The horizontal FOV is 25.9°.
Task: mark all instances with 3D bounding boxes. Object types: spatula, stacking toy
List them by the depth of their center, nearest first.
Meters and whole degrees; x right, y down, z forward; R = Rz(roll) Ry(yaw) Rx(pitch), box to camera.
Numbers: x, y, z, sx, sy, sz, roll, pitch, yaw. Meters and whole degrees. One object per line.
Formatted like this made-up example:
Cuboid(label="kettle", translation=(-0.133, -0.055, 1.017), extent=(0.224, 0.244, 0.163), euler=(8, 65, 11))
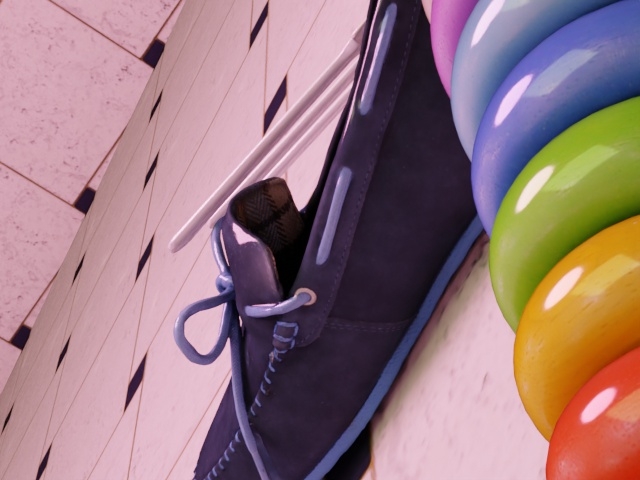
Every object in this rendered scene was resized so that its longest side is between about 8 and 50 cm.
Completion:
Cuboid(label="stacking toy", translation=(0.103, 0.011, 0.375), extent=(0.141, 0.141, 0.330), euler=(-54, 26, 41))
Cuboid(label="spatula", translation=(0.011, -0.085, 0.818), extent=(0.242, 0.019, 0.168), euler=(-48, -3, 11))

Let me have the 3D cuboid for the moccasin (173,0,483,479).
Cuboid(label="moccasin", translation=(0.000, 0.000, 0.742), extent=(0.342, 0.117, 0.138), euler=(-61, 15, 21))
